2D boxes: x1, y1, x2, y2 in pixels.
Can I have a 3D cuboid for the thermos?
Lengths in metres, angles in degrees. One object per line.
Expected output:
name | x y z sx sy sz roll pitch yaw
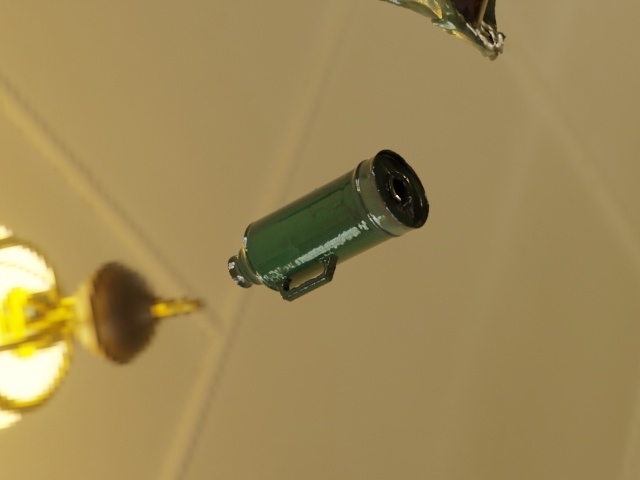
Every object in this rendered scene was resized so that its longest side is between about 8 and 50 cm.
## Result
thermos | 0.001 -0.003 1.714 0.073 0.187 0.083 -14 -101 -56

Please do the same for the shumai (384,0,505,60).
shumai | 0.042 -0.262 1.685 0.330 0.292 0.289 -29 -85 -51
